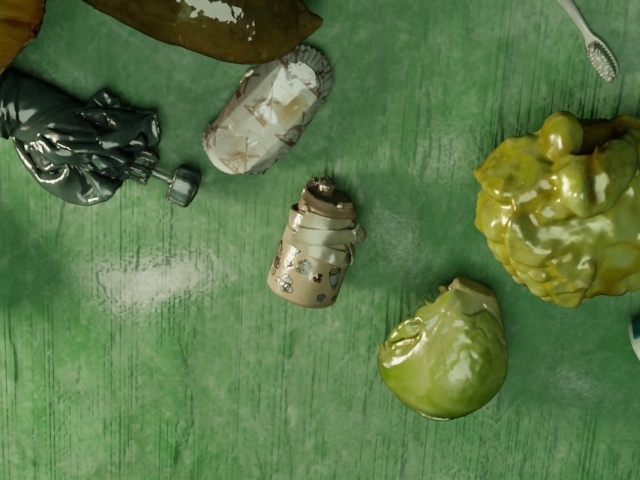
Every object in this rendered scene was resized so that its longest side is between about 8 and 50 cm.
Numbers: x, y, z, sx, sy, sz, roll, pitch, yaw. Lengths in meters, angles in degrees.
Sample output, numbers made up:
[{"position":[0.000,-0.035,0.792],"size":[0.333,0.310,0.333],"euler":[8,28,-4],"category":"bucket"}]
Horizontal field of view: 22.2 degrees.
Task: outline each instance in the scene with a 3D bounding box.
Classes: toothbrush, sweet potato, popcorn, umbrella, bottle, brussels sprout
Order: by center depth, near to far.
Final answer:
[{"position":[0.252,-0.303,1.837],"size":[0.025,0.029,0.307],"euler":[-28,109,27],"category":"toothbrush"},{"position":[-0.202,-0.304,1.850],"size":[0.423,0.130,0.130],"euler":[24,116,4],"category":"sweet potato"},{"position":[0.297,-0.035,1.880],"size":[0.256,0.195,0.255],"euler":[19,126,-1],"category":"popcorn"},{"position":[-0.308,-0.126,1.961],"size":[0.349,0.094,0.143],"euler":[25,120,-7],"category":"umbrella"},{"position":[-0.001,0.000,1.982],"size":[0.099,0.099,0.152],"euler":[19,113,-2],"category":"bottle"},{"position":[0.163,0.141,2.012],"size":[0.145,0.131,0.183],"euler":[48,113,9],"category":"brussels sprout"}]

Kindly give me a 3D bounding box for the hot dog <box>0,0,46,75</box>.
[{"position":[-0.471,-0.294,1.811],"size":[0.367,0.196,0.365],"euler":[46,120,17],"category":"hot dog"}]

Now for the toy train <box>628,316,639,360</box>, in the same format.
[{"position":[0.566,0.052,1.939],"size":[0.407,0.086,0.088],"euler":[-27,104,18],"category":"toy train"}]

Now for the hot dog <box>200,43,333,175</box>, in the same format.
[{"position":[-0.061,-0.154,1.939],"size":[0.099,0.053,0.192],"euler":[36,112,-11],"category":"hot dog"}]
